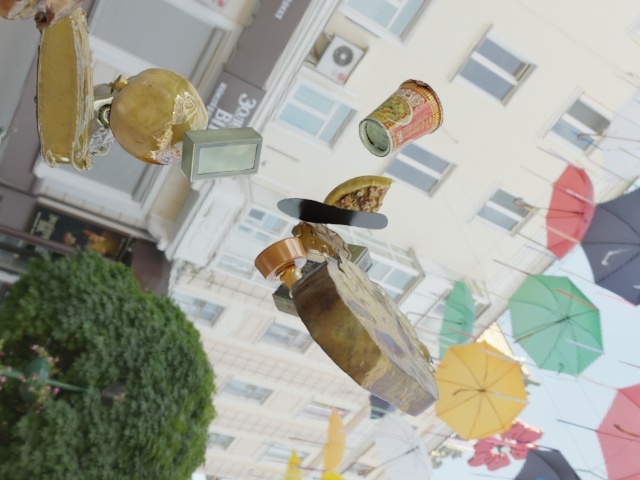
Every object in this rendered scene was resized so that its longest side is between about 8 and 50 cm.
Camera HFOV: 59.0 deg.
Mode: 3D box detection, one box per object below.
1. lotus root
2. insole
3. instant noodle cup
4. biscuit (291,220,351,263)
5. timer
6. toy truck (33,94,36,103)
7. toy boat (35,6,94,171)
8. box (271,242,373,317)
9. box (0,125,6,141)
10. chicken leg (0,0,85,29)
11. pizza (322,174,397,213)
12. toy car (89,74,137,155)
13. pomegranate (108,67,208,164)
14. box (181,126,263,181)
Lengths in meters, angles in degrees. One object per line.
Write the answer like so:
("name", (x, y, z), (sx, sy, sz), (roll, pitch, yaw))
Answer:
("lotus root", (0.102, 0.185, 1.155), (0.111, 0.390, 0.375), (-43, -105, 11))
("insole", (0.033, -0.075, 1.617), (0.109, 0.323, 0.007), (93, 7, -56))
("instant noodle cup", (0.232, -0.358, 1.706), (0.212, 0.193, 0.193), (-37, -167, -26))
("biscuit", (0.001, -0.002, 1.639), (0.034, 0.182, 0.215), (-62, -159, 27))
("timer", (-0.073, 0.088, 1.397), (0.132, 0.132, 0.152), (-46, -114, 39))
("toy truck", (-0.593, -0.327, 1.278), (0.073, 0.056, 0.090), (77, 30, -63))
("toy boat", (-0.475, -0.291, 1.072), (0.121, 0.089, 0.320), (-111, -155, -79))
("box", (0.011, 0.127, 1.873), (0.198, 0.084, 0.310), (12, -134, 36))
("box", (-0.724, -0.209, 1.196), (0.054, 0.074, 0.099), (-53, -166, 46))
("chicken leg", (-0.266, -0.359, 0.591), (0.409, 0.182, 0.295), (-35, 167, -29))
("pizza", (0.136, -0.126, 1.972), (0.292, 0.197, 0.058), (-18, -152, 16))
("toy car", (-0.748, -0.474, 2.021), (0.336, 0.226, 0.242), (-42, -174, -39))
("pomegranate", (-0.525, -0.398, 1.789), (0.319, 0.319, 0.319), (-45, -146, 41))
("box", (-0.297, -0.262, 1.715), (0.086, 0.225, 0.129), (47, -44, 39))
